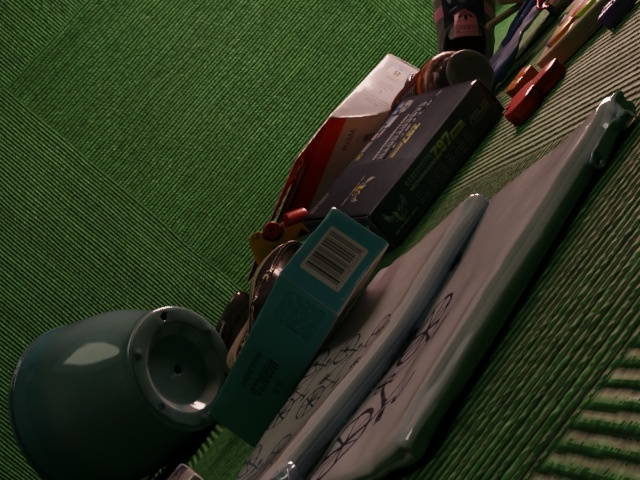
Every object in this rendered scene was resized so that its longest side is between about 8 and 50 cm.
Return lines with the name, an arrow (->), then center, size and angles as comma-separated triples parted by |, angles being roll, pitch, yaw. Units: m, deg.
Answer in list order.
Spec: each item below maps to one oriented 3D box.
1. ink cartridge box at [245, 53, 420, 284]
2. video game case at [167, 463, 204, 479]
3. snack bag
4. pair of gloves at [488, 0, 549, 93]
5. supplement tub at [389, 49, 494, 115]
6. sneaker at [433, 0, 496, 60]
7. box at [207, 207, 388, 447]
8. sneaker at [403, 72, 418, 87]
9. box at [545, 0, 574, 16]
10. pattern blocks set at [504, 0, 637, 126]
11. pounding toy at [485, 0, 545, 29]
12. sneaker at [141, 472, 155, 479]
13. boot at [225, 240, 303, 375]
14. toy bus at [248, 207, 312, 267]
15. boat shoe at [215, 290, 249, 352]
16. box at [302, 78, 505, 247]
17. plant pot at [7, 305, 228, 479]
ink cartridge box -> 0.029, -0.109, 1.861 | 0.385, 0.091, 0.308 | -53, -9, -46
video game case -> -0.203, 0.337, 1.194 | 0.201, 0.023, 0.183 | -51, 4, -13
snack bag -> 0.052, 0.068, 0.755 | 0.323, 0.037, 0.342 | -51, 4, -32
pair of gloves -> 0.285, -0.295, 1.562 | 0.159, 0.023, 0.198 | -58, 3, 30
supplement tub -> 0.173, -0.200, 1.517 | 0.106, 0.106, 0.198 | -51, 4, -18
sneaker -> 0.233, -0.385, 1.716 | 0.112, 0.319, 0.131 | -7, 26, 7
box -> -0.025, 0.085, 0.977 | 0.100, 0.060, 0.244 | -52, -6, -41
sneaker -> 0.169, -0.203, 1.799 | 0.132, 0.086, 0.228 | -56, -15, 18
box -> 0.375, -0.378, 1.529 | 0.137, 0.027, 0.094 | -49, 4, 10
pattern blocks set -> 0.303, -0.261, 1.197 | 0.285, 0.026, 0.325 | -48, 4, 24
pounding toy -> 0.323, -0.399, 1.680 | 0.130, 0.100, 0.141 | -4, 21, 18
sneaker -> -0.332, 0.339, 1.766 | 0.130, 0.147, 0.330 | -47, 4, 38
boot -> -0.021, 0.060, 1.314 | 0.178, 0.085, 0.236 | -45, 17, 43
toy bus -> -0.011, 0.005, 1.641 | 0.202, 0.104, 0.191 | -22, -2, 41
boat shoe -> -0.152, 0.168, 1.732 | 0.112, 0.095, 0.335 | -52, 4, -35
box -> 0.100, -0.092, 1.341 | 0.233, 0.059, 0.183 | -51, 20, -17
plant pot -> -0.273, 0.219, 1.580 | 0.255, 0.272, 0.272 | -26, 19, 41
